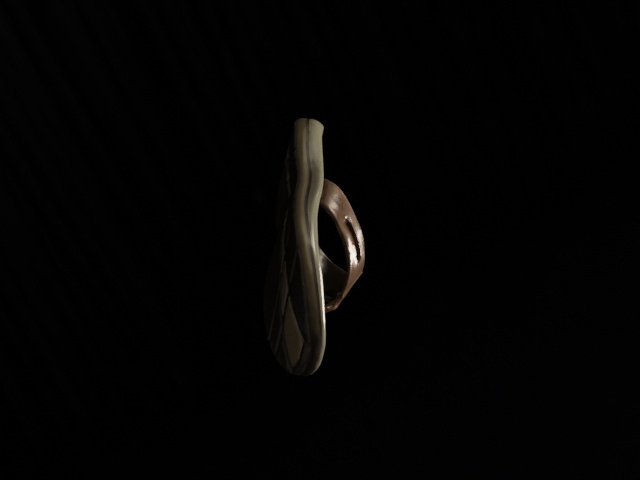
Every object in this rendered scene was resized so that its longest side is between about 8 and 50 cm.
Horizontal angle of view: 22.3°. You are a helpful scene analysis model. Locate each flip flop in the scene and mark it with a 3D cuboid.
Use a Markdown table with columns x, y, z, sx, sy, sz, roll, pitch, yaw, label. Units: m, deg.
| x | y | z | sx | sy | sz | roll | pitch | yaw | label |
| --- | --- | --- | --- | --- | --- | --- | --- | --- | --- |
| 0.000 | 0.000 | 1.468 | 0.080 | 0.112 | 0.277 | 13 | -137 | -11 | flip flop |
